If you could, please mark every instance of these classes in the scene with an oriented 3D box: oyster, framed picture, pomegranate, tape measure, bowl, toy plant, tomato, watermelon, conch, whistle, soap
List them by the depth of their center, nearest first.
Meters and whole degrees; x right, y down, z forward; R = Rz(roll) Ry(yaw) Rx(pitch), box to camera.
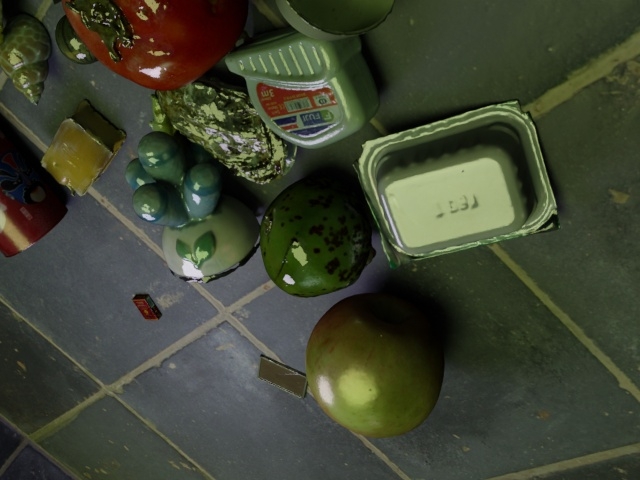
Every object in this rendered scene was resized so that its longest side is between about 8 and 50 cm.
[{"bbox_3d":[0.011,-0.415,1.302,0.211,0.211,0.112,44,162,-12],"label":"bowl"},{"bbox_3d":[-0.286,-0.425,1.385,0.325,0.290,0.293,46,136,-4],"label":"tomato"},{"bbox_3d":[-0.023,-0.295,1.477,0.243,0.125,0.246,-2,125,41],"label":"tape measure"},{"bbox_3d":[-0.200,-0.254,1.623,0.351,0.158,0.162,38,96,5],"label":"oyster"},{"bbox_3d":[-0.492,-0.428,1.651,0.105,0.105,0.133,-6,110,35],"label":"watermelon"},{"bbox_3d":[0.000,0.000,1.661,0.271,0.254,0.254,24,147,-35],"label":"pomegranate"},{"bbox_3d":[-0.287,-0.097,1.725,0.247,0.247,0.332,2,134,29],"label":"toy plant"},{"bbox_3d":[-0.655,-0.406,1.770,0.116,0.106,0.173,13,123,-6],"label":"conch"},{"bbox_3d":[-0.342,-0.237,1.779,0.104,0.057,0.198,6,126,12],"label":"whistle"},{"bbox_3d":[-0.567,-0.213,1.913,0.135,0.076,0.233,41,136,-10],"label":"soap"},{"bbox_3d":[-0.106,0.380,2.235,0.149,0.011,0.109,23,137,11],"label":"framed picture"}]

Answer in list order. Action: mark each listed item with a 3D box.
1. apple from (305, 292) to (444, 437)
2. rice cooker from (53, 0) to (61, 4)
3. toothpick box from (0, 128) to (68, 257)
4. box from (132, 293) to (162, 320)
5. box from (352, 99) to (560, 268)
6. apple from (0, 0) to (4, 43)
[{"bbox_3d":[0.127,0.264,1.775,0.319,0.319,0.277,28,125,6],"label":"apple"},{"bbox_3d":[-0.532,-0.570,1.451,0.241,0.227,0.280,-13,99,37],"label":"rice cooker"},{"bbox_3d":[-0.827,-0.145,2.038,0.204,0.204,0.333,-16,120,40],"label":"toothpick box"},{"bbox_3d":[-0.491,0.190,2.279,0.052,0.023,0.082,-5,126,35],"label":"box"},{"bbox_3d":[0.238,-0.080,1.454,0.337,0.106,0.264,-14,111,22],"label":"box"},{"bbox_3d":[-0.723,-0.523,1.606,0.179,0.254,0.346,9,127,-12],"label":"apple"}]
